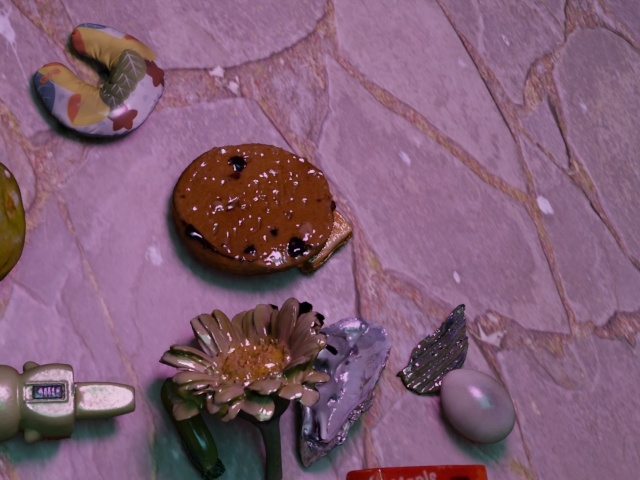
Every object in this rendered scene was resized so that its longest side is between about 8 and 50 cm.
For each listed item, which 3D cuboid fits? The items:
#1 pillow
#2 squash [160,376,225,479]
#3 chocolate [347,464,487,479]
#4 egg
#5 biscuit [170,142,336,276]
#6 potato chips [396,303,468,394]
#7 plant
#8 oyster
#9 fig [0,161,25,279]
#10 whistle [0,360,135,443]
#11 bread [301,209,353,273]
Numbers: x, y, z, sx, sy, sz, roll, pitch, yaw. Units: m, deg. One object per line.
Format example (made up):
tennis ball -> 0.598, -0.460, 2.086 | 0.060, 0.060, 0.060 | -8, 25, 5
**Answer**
pillow -> -0.393, -0.284, 1.959 | 0.214, 0.086, 0.233 | 30, 60, 5
squash -> -0.210, 0.304, 1.767 | 0.052, 0.052, 0.183 | -20, 78, -30
chocolate -> 0.179, 0.484, 1.811 | 0.238, 0.108, 0.234 | 3, 63, -20
egg -> 0.278, 0.293, 1.940 | 0.152, 0.114, 0.114 | 45, 57, 7
biscuit -> -0.120, -0.055, 1.944 | 0.296, 0.075, 0.295 | 5, 56, -8
potato chips -> 0.227, 0.207, 2.012 | 0.092, 0.028, 0.207 | 46, 59, 2
plant -> -0.077, 0.221, 1.729 | 0.297, 0.261, 0.306 | 51, 21, -6
oyster -> 0.041, 0.247, 1.877 | 0.199, 0.087, 0.252 | -6, 61, -15
fig -> -0.603, 0.004, 1.686 | 0.314, 0.233, 0.233 | -39, 83, 11
whistle -> -0.428, 0.247, 1.665 | 0.289, 0.106, 0.131 | 2, 63, -21
bread -> 0.000, 0.000, 2.000 | 0.074, 0.053, 0.132 | 44, 60, 2
